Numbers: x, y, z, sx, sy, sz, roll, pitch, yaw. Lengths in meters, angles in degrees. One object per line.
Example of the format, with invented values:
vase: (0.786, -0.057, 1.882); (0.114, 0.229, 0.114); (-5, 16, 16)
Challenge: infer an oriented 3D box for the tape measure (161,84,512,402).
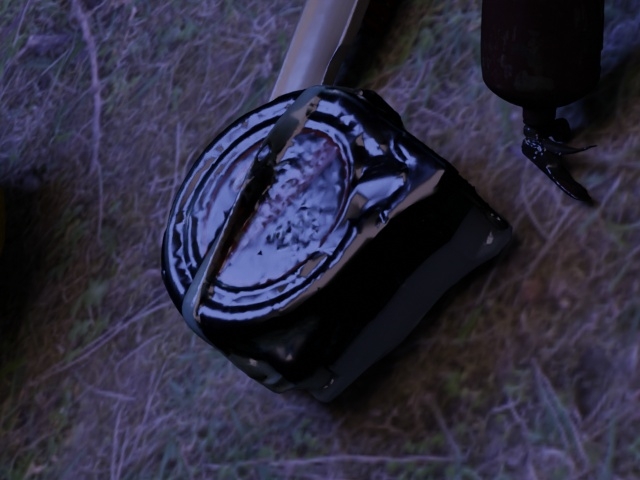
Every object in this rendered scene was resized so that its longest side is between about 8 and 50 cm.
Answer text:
tape measure: (-0.003, -0.002, 1.081); (0.182, 0.107, 0.181); (-45, 43, 6)

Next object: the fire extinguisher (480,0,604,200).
fire extinguisher: (0.133, -0.161, 1.025); (0.089, 0.072, 0.268); (24, 117, 56)

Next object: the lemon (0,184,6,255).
lemon: (-0.369, -0.020, 1.306); (0.293, 0.293, 0.293); (-24, 47, 28)

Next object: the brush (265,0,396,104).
brush: (0.006, -0.124, 1.218); (0.060, 0.050, 0.321); (12, 76, 44)
